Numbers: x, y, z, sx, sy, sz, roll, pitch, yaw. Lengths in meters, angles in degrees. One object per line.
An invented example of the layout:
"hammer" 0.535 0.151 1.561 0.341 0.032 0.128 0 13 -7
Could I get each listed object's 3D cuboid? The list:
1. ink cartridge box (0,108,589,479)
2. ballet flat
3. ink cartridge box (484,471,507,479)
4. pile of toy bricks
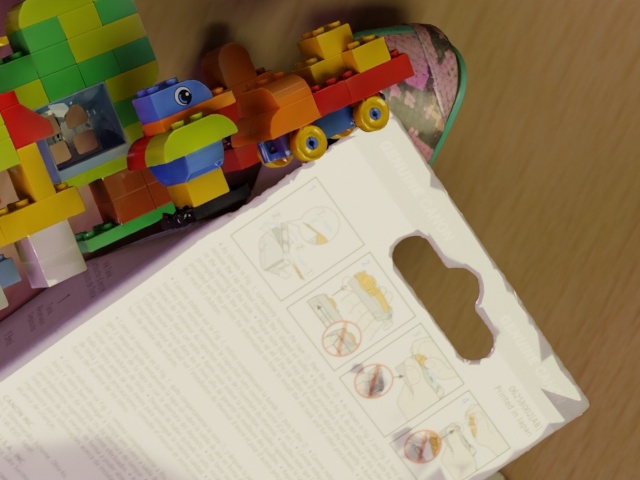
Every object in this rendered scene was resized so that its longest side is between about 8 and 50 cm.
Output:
"ink cartridge box" -0.026 0.069 0.765 0.232 0.066 0.189 -37 117 -1
"ballet flat" 0.000 0.000 0.775 0.079 0.077 0.222 1 124 -23
"ink cartridge box" 0.032 0.225 1.007 0.225 0.056 0.181 -59 159 -7
"pile of toy bricks" -0.081 -0.056 0.638 0.212 0.118 0.105 -26 101 -31
